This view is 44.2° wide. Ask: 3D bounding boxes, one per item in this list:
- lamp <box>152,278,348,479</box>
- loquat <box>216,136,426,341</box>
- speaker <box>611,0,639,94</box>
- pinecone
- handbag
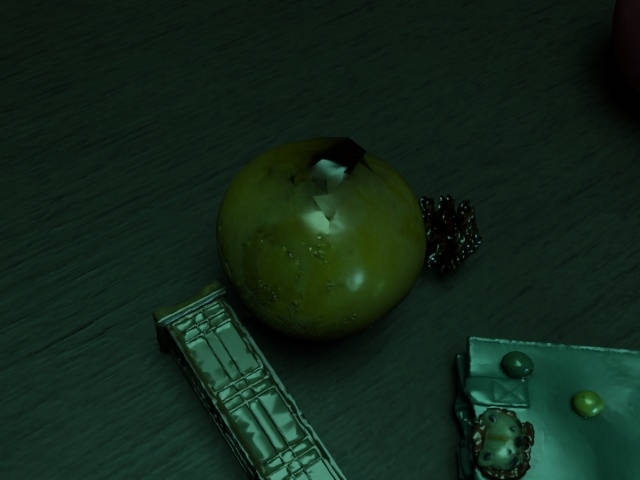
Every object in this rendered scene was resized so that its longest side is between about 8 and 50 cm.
[{"bbox_3d":[-0.061,0.200,0.833,0.090,0.089,0.325,-28,67,-21],"label":"lamp"},{"bbox_3d":[0.000,0.000,0.877,0.235,0.235,0.234,4,60,-7],"label":"loquat"},{"bbox_3d":[0.560,-0.309,1.119,0.295,0.294,0.294,4,60,-7],"label":"speaker"},{"bbox_3d":[0.146,-0.009,0.988,0.109,0.102,0.102,8,52,36],"label":"pinecone"},{"bbox_3d":[0.288,0.240,0.856,0.274,0.100,0.268,7,60,-5],"label":"handbag"}]
